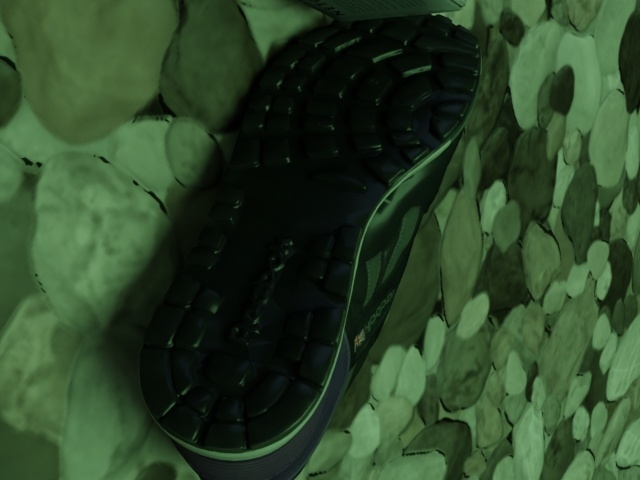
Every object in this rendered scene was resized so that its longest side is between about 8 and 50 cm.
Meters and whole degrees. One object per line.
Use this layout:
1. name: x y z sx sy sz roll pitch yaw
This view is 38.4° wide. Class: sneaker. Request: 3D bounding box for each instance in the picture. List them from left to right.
1. sneaker: 0.000 0.000 0.489 0.283 0.107 0.124 -60 161 -27

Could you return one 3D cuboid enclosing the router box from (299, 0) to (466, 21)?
1. router box: -0.039 -0.282 0.354 0.336 0.082 0.301 13 84 -50
